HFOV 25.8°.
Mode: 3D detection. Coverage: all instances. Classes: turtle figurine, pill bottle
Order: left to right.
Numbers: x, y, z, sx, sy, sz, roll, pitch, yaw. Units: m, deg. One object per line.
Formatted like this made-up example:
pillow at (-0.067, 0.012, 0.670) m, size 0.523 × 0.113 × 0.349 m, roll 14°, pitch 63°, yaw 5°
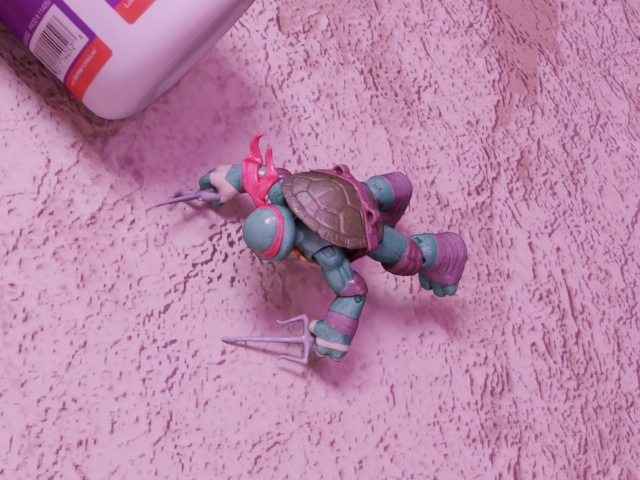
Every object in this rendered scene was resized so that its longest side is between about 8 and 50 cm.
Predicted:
pill bottle at (-0.199, -0.253, 1.002) m, size 0.323 × 0.181 × 0.181 m, roll 45°, pitch 45°, yaw -4°
turtle figurine at (0.000, 0.000, 1.038) m, size 0.234 × 0.118 × 0.175 m, roll -5°, pitch 65°, yaw -45°
